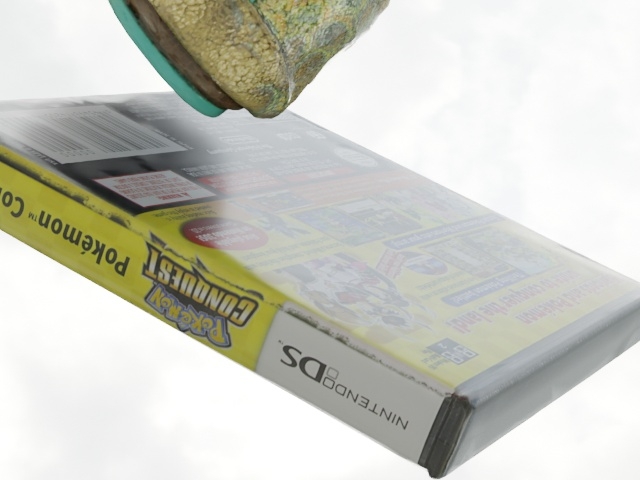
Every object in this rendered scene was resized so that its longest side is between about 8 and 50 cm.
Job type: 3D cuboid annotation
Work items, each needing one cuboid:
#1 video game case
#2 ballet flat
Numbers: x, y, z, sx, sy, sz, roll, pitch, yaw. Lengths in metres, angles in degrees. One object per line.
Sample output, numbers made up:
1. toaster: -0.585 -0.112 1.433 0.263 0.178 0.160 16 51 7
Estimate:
1. video game case: 0.000 0.000 0.700 0.248 0.275 0.035 27 -73 20
2. ballet flat: -0.031 -0.136 0.710 0.123 0.348 0.123 -2 -74 -7
